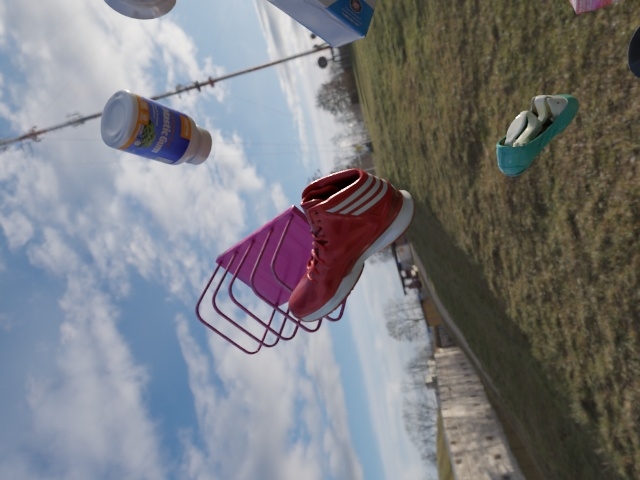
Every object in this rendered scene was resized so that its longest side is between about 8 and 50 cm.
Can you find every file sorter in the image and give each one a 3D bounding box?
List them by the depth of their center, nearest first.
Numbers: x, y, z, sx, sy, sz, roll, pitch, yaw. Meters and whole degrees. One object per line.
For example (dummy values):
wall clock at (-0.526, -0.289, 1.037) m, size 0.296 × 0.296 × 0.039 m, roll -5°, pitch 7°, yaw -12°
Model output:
file sorter at (-0.099, 0.105, 1.030) m, size 0.202 × 0.290 × 0.182 m, roll 40°, pitch -136°, yaw -23°

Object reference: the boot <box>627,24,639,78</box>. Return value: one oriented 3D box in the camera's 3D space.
boot at (0.465, -0.226, 0.432) m, size 0.305 × 0.115 × 0.112 m, roll -13°, pitch 75°, yaw 63°

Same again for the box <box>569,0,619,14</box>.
box at (0.487, -0.567, 0.797) m, size 0.300 × 0.142 × 0.154 m, roll 53°, pitch -151°, yaw -53°

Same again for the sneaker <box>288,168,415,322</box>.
sneaker at (0.000, 0.000, 0.590) m, size 0.128 × 0.221 × 0.087 m, roll 28°, pitch -161°, yaw -32°

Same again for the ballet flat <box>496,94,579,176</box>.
ballet flat at (0.439, -0.237, 0.962) m, size 0.083 × 0.247 × 0.087 m, roll 26°, pitch 158°, yaw 47°

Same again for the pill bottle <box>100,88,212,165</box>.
pill bottle at (-0.433, -0.291, 1.300) m, size 0.272 × 0.152 × 0.152 m, roll 10°, pitch -115°, yaw -53°

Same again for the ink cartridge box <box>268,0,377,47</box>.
ink cartridge box at (0.021, -0.399, 0.674) m, size 0.139 × 0.082 × 0.191 m, roll 22°, pitch -98°, yaw -35°

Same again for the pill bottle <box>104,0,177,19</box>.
pill bottle at (-0.345, -0.615, 0.870) m, size 0.408 × 0.228 × 0.229 m, roll 135°, pitch 128°, yaw -67°
